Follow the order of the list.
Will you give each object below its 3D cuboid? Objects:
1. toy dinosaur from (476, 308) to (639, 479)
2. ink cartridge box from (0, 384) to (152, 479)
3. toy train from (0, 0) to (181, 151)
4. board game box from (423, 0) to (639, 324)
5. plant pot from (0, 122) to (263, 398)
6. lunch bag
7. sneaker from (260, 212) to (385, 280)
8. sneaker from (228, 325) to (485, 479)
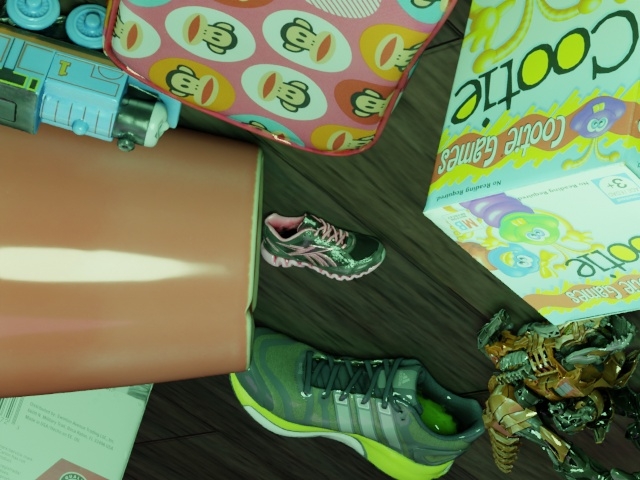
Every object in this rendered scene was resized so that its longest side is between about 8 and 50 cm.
[{"bbox_3d":[0.241,0.148,1.673,0.218,0.164,0.322,30,169,2],"label":"toy dinosaur"},{"bbox_3d":[-0.281,0.139,1.706,0.207,0.283,0.117,28,152,-23],"label":"ink cartridge box"},{"bbox_3d":[-0.192,-0.130,1.370,0.184,0.105,0.080,17,152,-4],"label":"toy train"},{"bbox_3d":[0.182,-0.110,1.058,0.144,0.275,0.142,-14,141,40],"label":"board game box"},{"bbox_3d":[-0.174,0.007,1.473,0.243,0.275,0.275,3,151,0],"label":"plant pot"},{"bbox_3d":[-0.043,-0.189,1.184,0.258,0.120,0.293,19,151,-8],"label":"lunch bag"},{"bbox_3d":[0.000,0.000,1.584,0.119,0.047,0.057,6,139,13],"label":"sneaker"},{"bbox_3d":[0.041,0.153,1.789,0.300,0.111,0.121,23,141,-25],"label":"sneaker"}]
